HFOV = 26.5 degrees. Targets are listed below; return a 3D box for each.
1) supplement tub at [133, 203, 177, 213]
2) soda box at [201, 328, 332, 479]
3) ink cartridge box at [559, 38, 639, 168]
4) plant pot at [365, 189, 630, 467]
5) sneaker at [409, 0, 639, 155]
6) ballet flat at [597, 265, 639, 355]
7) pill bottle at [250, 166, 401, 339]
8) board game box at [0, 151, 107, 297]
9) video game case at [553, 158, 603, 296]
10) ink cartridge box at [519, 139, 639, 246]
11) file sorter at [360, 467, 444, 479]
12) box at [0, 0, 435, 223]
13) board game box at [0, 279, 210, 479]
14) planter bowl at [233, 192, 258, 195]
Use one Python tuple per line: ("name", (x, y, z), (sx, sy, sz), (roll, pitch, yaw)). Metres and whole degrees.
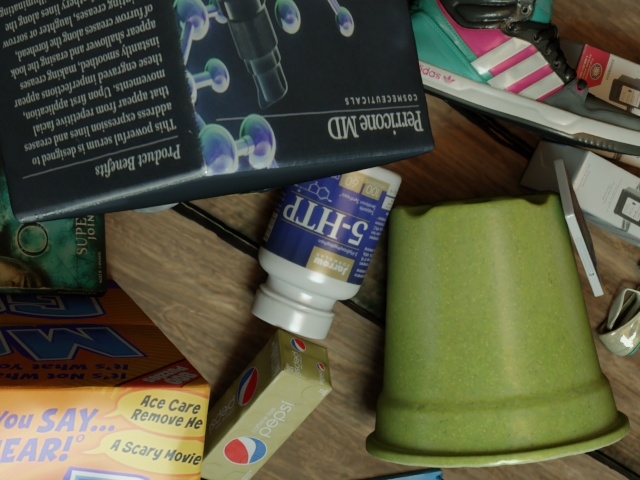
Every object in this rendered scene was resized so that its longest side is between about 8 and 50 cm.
("supplement tub", (-0.190, -0.117, 1.218), (0.117, 0.117, 0.190), (-51, 135, -4))
("soda box", (-0.062, 0.174, 1.384), (0.061, 0.058, 0.181), (23, 126, -25))
("ink cartridge box", (0.322, -0.148, 1.506), (0.150, 0.063, 0.109), (16, 96, -23))
("plant pot", (0.170, 0.080, 1.411), (0.276, 0.276, 0.254), (-7, 93, -20))
("sneaker", (0.226, -0.205, 1.398), (0.295, 0.124, 0.179), (20, 94, -1))
("ballet flat", (0.384, 0.058, 1.585), (0.052, 0.057, 0.168), (34, 88, -15))
("pill bottle", (0.000, 0.000, 1.386), (0.112, 0.112, 0.187), (19, 95, -24))
("board game box", (-0.266, -0.040, 1.269), (0.126, 0.026, 0.186), (2, 70, -22))
("video game case", (0.265, -0.013, 1.394), (0.011, 0.087, 0.122), (-17, 131, 14))
("ink cartridge box", (0.325, -0.045, 1.509), (0.180, 0.104, 0.060), (25, 91, -25))
("file sorter", (0.100, 0.359, 1.514), (0.118, 0.104, 0.170), (-5, 104, -21))
("box", (-0.105, -0.233, 1.080), (0.293, 0.212, 0.396), (-12, 91, -52))
("board game box", (-0.328, 0.240, 1.178), (0.356, 0.356, 0.357), (2, 102, -22))
("planter bowl", (-0.047, -0.139, 1.322), (0.090, 0.217, 0.217), (23, 94, -60))
